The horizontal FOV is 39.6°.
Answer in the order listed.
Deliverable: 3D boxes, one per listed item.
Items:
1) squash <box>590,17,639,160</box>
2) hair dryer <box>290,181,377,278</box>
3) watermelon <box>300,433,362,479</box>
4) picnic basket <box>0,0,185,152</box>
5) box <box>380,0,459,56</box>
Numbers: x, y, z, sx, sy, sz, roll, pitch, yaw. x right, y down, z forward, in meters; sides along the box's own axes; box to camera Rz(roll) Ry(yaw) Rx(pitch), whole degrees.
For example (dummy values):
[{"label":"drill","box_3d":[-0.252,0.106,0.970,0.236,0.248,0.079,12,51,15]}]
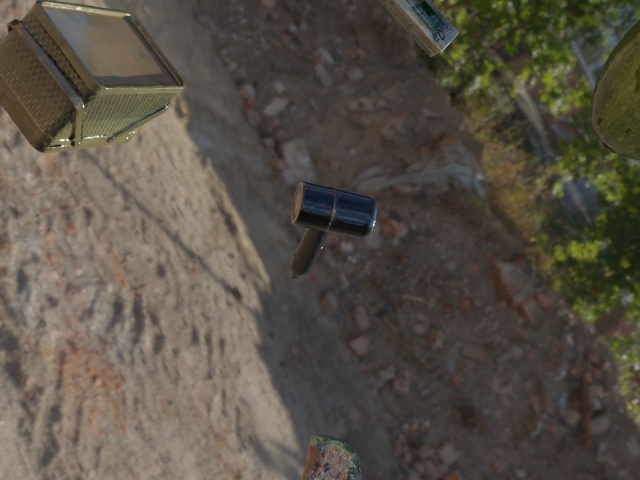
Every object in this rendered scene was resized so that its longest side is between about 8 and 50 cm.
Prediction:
[{"label":"squash","box_3d":[0.608,-0.286,1.548,0.310,0.309,0.310,32,45,-40]},{"label":"hair dryer","box_3d":[0.000,0.000,2.181,0.352,0.189,0.107,116,-18,-52]},{"label":"watermelon","box_3d":[-0.003,0.436,1.707,0.071,0.139,0.187,35,-19,44]},{"label":"picnic basket","box_3d":[-0.338,-0.239,1.293,0.165,0.139,0.267,53,23,5]},{"label":"box","box_3d":[0.135,-0.388,1.431,0.207,0.050,0.041,45,-12,-12]}]
